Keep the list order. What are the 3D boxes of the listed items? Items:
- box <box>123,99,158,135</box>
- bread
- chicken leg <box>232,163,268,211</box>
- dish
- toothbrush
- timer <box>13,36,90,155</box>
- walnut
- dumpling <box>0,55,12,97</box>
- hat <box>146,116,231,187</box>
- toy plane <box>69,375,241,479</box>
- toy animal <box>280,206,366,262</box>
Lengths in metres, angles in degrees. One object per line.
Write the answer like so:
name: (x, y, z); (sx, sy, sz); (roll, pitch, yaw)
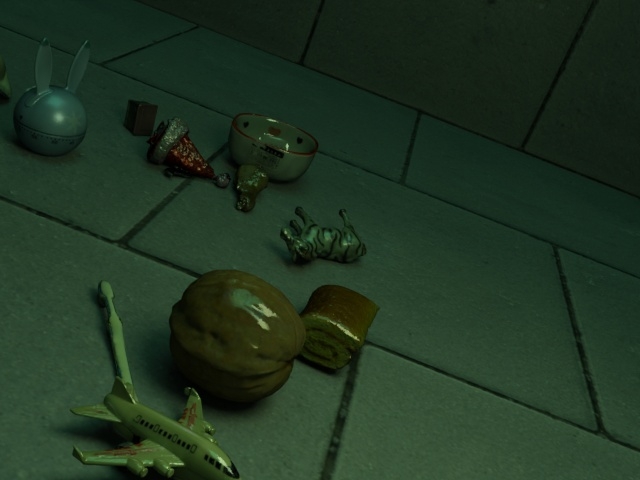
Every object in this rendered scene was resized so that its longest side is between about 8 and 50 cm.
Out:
box: (-0.469, -0.323, 2.081); (0.060, 0.085, 0.063); (-6, 30, -45)
bread: (0.024, 0.154, 1.448); (0.132, 0.103, 0.172); (24, 23, 5)
chicken leg: (-0.172, -0.130, 1.941); (0.084, 0.069, 0.198); (16, 31, -9)
dish: (-0.134, -0.234, 2.124); (0.256, 0.117, 0.256); (17, 25, -8)
toothbrush: (-0.321, 0.154, 1.259); (0.026, 0.028, 0.294); (6, 28, -28)
timer: (-0.601, -0.315, 1.770); (0.175, 0.256, 0.175); (0, 12, 0)
walnut: (-0.135, 0.144, 1.229); (0.213, 0.213, 0.213); (18, 24, -8)
dumpling: (-0.858, -0.429, 1.934); (0.250, 0.132, 0.162); (37, 15, -2)
hat: (-0.318, -0.201, 1.956); (0.227, 0.129, 0.140); (37, -2, -8)
toy plane: (-0.202, 0.265, 1.043); (0.244, 0.092, 0.229); (32, 24, 21)
toy animal: (-0.012, -0.010, 1.801); (0.255, 0.090, 0.170); (-6, 40, -42)
